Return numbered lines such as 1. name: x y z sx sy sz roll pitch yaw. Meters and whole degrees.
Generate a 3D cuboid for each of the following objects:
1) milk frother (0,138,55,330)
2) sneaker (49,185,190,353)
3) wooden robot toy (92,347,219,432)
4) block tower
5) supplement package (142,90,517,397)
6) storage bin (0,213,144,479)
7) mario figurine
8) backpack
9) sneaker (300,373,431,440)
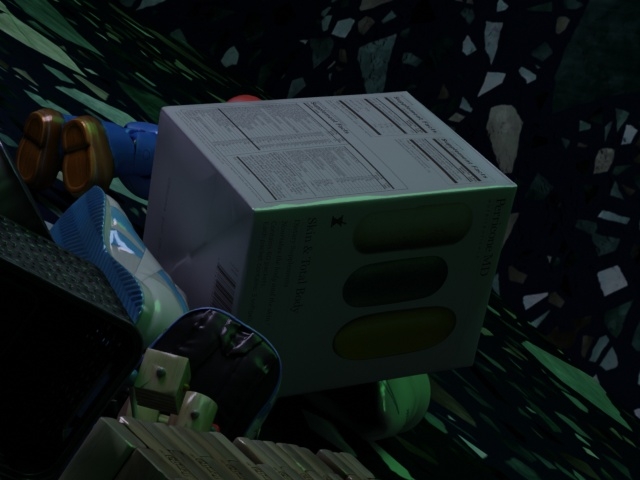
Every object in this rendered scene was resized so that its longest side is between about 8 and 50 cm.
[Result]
1. milk frother: -0.250 -0.001 1.120 0.143 0.135 0.129 53 -12 55
2. sneaker: -0.171 0.038 1.449 0.092 0.087 0.228 39 12 -37
3. wooden robot toy: -0.110 0.140 1.093 0.076 0.079 0.173 22 -32 -7
4. block tower: -0.048 0.181 1.068 0.091 0.097 0.335 39 10 27
5. supplement package: 0.000 0.000 1.553 0.263 0.199 0.198 -6 33 -29
6. storage bin: -0.212 0.051 1.023 0.180 0.122 0.084 31 10 -33
7. mario figurine: -0.146 -0.054 1.769 0.320 0.170 0.198 1 43 -43
8. backpack: -0.086 0.111 1.236 0.105 0.114 0.084 36 -12 9
9. sneaker: -0.020 0.088 1.695 0.297 0.111 0.129 36 14 6
